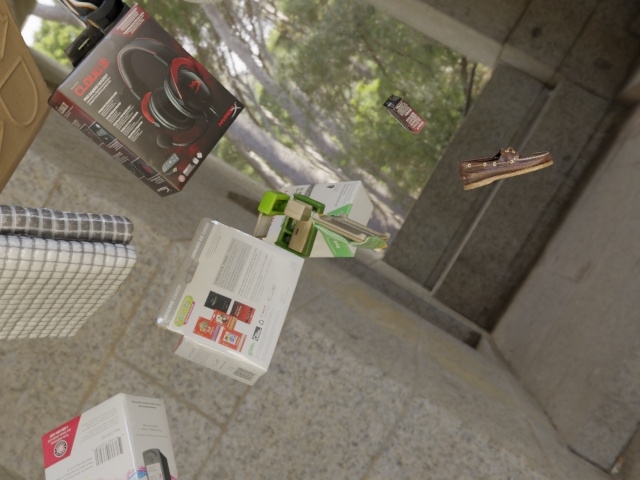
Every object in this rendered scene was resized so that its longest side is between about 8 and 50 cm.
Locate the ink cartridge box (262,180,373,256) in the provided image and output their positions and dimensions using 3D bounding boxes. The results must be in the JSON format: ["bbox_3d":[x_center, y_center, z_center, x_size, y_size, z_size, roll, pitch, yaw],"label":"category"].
[{"bbox_3d":[-0.013,-0.062,1.986,0.122,0.289,0.211,60,-140,-39],"label":"ink cartridge box"}]

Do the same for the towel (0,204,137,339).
[{"bbox_3d":[-0.449,0.052,1.030,0.235,0.121,0.283,4,-32,-40],"label":"towel"}]

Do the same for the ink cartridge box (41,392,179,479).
[{"bbox_3d":[-0.387,0.474,1.227,0.226,0.306,0.131,-28,-27,17],"label":"ink cartridge box"}]

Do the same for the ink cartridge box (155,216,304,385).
[{"bbox_3d":[-0.218,0.139,1.546,0.130,0.271,0.310,-51,17,55],"label":"ink cartridge box"}]

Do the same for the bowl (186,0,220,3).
[{"bbox_3d":[-0.320,-0.794,1.851,0.297,0.134,0.298,-16,-43,-16],"label":"bowl"}]

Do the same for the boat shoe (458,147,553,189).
[{"bbox_3d":[0.418,-0.175,1.486,0.073,0.206,0.073,-42,-63,-77],"label":"boat shoe"}]

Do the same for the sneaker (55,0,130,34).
[{"bbox_3d":[-0.586,-0.617,1.739,0.127,0.321,0.126,5,68,48],"label":"sneaker"}]

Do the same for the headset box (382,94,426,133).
[{"bbox_3d":[0.172,-0.252,1.317,0.032,0.083,0.062,-49,23,6],"label":"headset box"}]

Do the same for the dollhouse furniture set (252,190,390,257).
[{"bbox_3d":[0.000,0.000,1.646,0.197,0.301,0.151,-3,-65,-65],"label":"dollhouse furniture set"}]

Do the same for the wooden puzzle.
[{"bbox_3d":[-0.606,-0.262,1.141,0.348,0.080,0.322,90,-172,-49],"label":"wooden puzzle"}]

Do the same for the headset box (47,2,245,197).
[{"bbox_3d":[-0.320,-0.255,1.176,0.110,0.293,0.218,-5,47,59],"label":"headset box"}]
